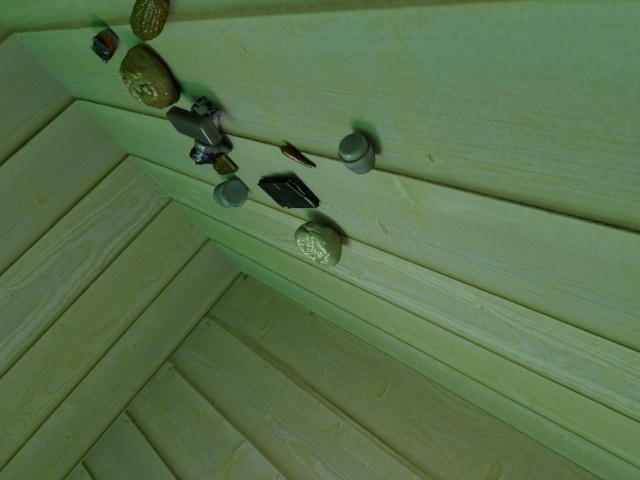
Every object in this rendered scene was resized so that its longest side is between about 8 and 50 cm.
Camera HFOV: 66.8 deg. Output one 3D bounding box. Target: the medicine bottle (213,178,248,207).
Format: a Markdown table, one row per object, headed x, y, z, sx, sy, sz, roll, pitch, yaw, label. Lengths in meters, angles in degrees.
| x | y | z | sx | sy | sz | roll | pitch | yaw | label |
| --- | --- | --- | --- | --- | --- | --- | --- | --- | --- |
| -0.430 | -0.220 | 2.308 | 0.135 | 0.135 | 0.168 | 46 | 163 | -22 | medicine bottle |

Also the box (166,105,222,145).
| x | y | z | sx | sy | sz | roll | pitch | yaw | label |
| --- | --- | --- | --- | --- | --- | --- | --- | --- | --- |
| -0.456 | -0.412 | 1.741 | 0.243 | 0.055 | 0.103 | 26 | 156 | 38 | box |

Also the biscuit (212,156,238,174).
| x | y | z | sx | sy | sz | roll | pitch | yaw | label |
| --- | --- | --- | --- | --- | --- | --- | --- | --- | --- |
| -0.454 | -0.354 | 2.193 | 0.131 | 0.026 | 0.237 | 48 | 162 | -23 | biscuit |

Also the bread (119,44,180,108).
| x | y | z | sx | sy | sz | roll | pitch | yaw | label |
| --- | --- | --- | --- | --- | --- | --- | --- | --- | --- |
| -0.633 | -0.584 | 1.786 | 0.244 | 0.134 | 0.244 | 38 | 163 | 14 | bread |

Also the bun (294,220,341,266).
| x | y | z | sx | sy | sz | roll | pitch | yaw | label |
| --- | --- | --- | --- | --- | --- | --- | --- | --- | --- |
| 0.000 | 0.000 | 1.971 | 0.220 | 0.134 | 0.220 | 33 | 158 | 16 | bun |

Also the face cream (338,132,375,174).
| x | y | z | sx | sy | sz | roll | pitch | yaw | label |
| --- | --- | --- | --- | --- | --- | --- | --- | --- | --- |
| 0.097 | -0.224 | 1.261 | 0.091 | 0.091 | 0.095 | 26 | 166 | 37 | face cream |

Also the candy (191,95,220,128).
| x | y | z | sx | sy | sz | roll | pitch | yaw | label |
| --- | --- | --- | --- | --- | --- | --- | --- | --- | --- |
| -0.424 | -0.451 | 1.794 | 0.092 | 0.073 | 0.160 | 37 | 163 | -2 | candy |

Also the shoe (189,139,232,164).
| x | y | z | sx | sy | sz | roll | pitch | yaw | label |
| --- | --- | --- | --- | --- | --- | --- | --- | --- | --- |
| -0.436 | -0.340 | 1.911 | 0.099 | 0.125 | 0.227 | 34 | -165 | 12 | shoe |

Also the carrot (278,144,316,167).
| x | y | z | sx | sy | sz | roll | pitch | yaw | label |
| --- | --- | --- | --- | --- | --- | --- | --- | --- | --- |
| -0.076 | -0.275 | 1.597 | 0.142 | 0.035 | 0.035 | 31 | 163 | 1 | carrot |

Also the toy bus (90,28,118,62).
| x | y | z | sx | sy | sz | roll | pitch | yaw | label |
| --- | --- | --- | --- | --- | --- | --- | --- | --- | --- |
| -0.822 | -0.746 | 1.856 | 0.079 | 0.077 | 0.174 | 46 | 162 | -21 | toy bus |

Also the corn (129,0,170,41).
| x | y | z | sx | sy | sz | roll | pitch | yaw | label |
| --- | --- | --- | --- | --- | --- | --- | --- | --- | --- |
| -0.488 | -0.647 | 1.388 | 0.097 | 0.097 | 0.261 | 45 | 159 | -19 | corn |

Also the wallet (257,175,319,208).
| x | y | z | sx | sy | sz | roll | pitch | yaw | label |
| --- | --- | --- | --- | --- | --- | --- | --- | --- | --- |
| -0.132 | -0.188 | 1.918 | 0.169 | 0.044 | 0.317 | 42 | 165 | -24 | wallet |
